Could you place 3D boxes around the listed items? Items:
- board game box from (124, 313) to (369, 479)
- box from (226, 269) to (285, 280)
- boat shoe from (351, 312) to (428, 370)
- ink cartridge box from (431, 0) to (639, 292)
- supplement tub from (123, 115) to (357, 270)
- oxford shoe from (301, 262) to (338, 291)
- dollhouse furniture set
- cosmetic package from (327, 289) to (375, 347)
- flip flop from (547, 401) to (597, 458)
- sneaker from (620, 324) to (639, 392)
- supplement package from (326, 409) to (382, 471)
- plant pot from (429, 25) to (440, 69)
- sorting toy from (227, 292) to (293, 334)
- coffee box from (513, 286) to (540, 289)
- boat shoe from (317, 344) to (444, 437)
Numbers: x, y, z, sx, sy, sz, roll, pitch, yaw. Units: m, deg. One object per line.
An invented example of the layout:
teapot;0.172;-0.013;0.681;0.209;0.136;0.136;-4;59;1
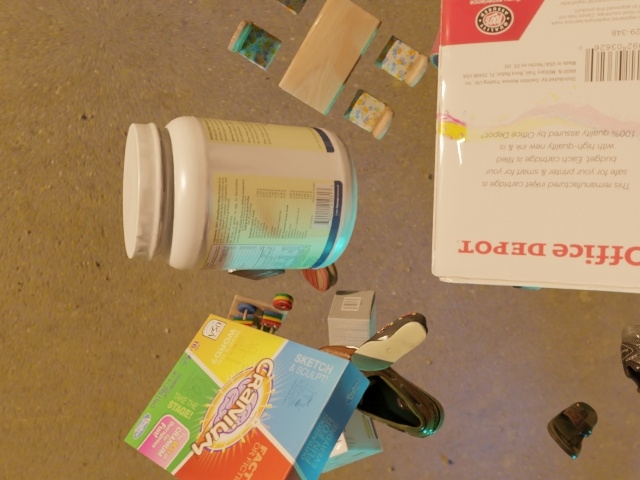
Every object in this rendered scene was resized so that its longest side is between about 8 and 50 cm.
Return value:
board game box;-0.115;0.251;0.877;0.064;0.316;0.242;51;60;-38
box;-0.170;0.009;1.515;0.093;0.158;0.156;-15;75;18
boat shoe;0.104;0.153;0.900;0.133;0.042;0.049;-36;100;26
ink cartridge box;0.237;-0.109;0.628;0.226;0.131;0.306;3;93;16
supplement tub;-0.131;-0.070;0.945;0.324;0.235;0.236;1;108;-24
oxford shoe;0.000;0.000;1.467;0.130;0.348;0.123;-10;123;-11
dollhouse furniture set;0.062;-0.441;1.180;0.362;0.256;0.394;30;108;-10
cosmetic package;0.077;0.247;1.396;0.107;0.127;0.238;-1;118;11
flip flop;0.739;0.526;1.726;0.277;0.112;0.080;-14;145;-47
sneaker;0.681;0.258;1.139;0.227;0.087;0.130;20;61;6
supplement package;0.020;0.542;1.661;0.204;0.145;0.262;-27;153;16
plant pot;0.319;-0.414;1.200;0.201;0.201;0.180;30;91;-26
sorting toy;-0.160;0.198;1.478;0.132;0.046;0.274;15;147;-9
coffee box;0.631;-0.014;1.643;0.118;0.168;0.297;7;139;-34
boat shoe;0.098;0.290;1.208;0.104;0.307;0.111;19;90;-59
